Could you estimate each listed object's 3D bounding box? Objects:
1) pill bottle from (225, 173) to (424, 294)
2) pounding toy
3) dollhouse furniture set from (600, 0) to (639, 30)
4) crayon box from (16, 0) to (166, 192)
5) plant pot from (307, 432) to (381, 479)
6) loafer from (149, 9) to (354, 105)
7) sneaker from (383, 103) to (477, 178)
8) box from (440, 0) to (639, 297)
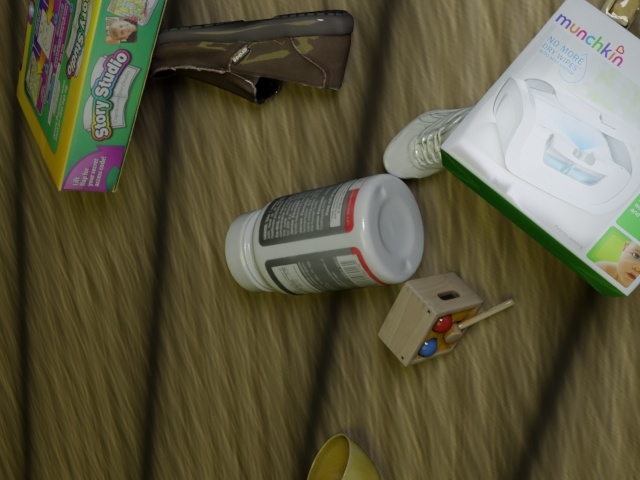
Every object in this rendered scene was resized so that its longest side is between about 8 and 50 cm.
[{"bbox_3d":[0.000,0.000,1.106,0.283,0.161,0.161,-9,104,38],"label":"pill bottle"},{"bbox_3d":[0.188,0.116,1.080,0.100,0.141,0.130,48,130,34],"label":"pounding toy"},{"bbox_3d":[0.433,-0.274,0.796,0.182,0.101,0.160,35,114,14],"label":"dollhouse furniture set"},{"bbox_3d":[-0.382,-0.313,1.163,0.313,0.106,0.362,51,130,38],"label":"crayon box"},{"bbox_3d":[0.051,0.424,1.279,0.095,0.134,0.134,31,125,-17],"label":"plant pot"},{"bbox_3d":[-0.123,-0.267,1.095,0.366,0.134,0.130,3,109,28],"label":"loafer"},{"bbox_3d":[0.176,-0.140,0.989,0.232,0.115,0.090,-20,98,33],"label":"sneaker"},{"bbox_3d":[0.312,-0.103,0.835,0.262,0.127,0.231,42,94,11],"label":"box"}]
